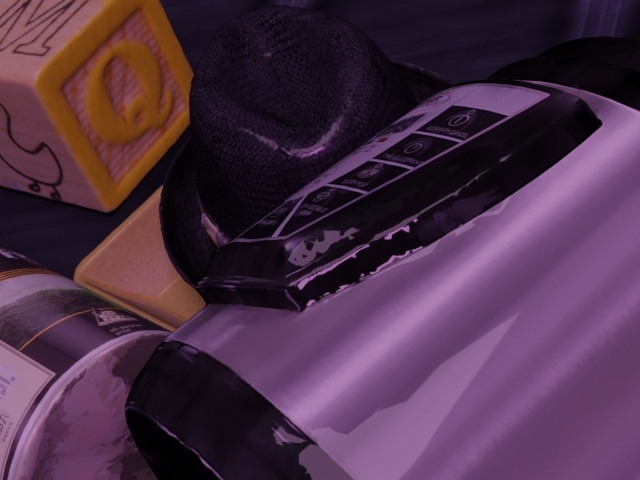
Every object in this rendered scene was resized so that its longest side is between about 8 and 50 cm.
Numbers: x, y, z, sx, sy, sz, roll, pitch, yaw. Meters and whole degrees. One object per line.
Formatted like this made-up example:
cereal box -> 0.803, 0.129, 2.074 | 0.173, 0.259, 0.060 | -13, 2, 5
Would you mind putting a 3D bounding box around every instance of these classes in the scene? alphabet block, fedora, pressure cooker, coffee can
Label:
alphabet block -> -0.277, -0.171, 1.278 | 0.197, 0.192, 0.193 | 13, 54, 35
fedora -> -0.015, -0.096, 0.990 | 0.334, 0.152, 0.334 | -12, 43, 11
pressure cooker -> 0.145, 0.093, 0.690 | 0.420, 0.375, 0.370 | -39, 59, -18
coffee can -> -0.237, 0.123, 0.940 | 0.275, 0.201, 0.201 | 22, 58, 38

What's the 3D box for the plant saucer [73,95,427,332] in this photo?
plant saucer -> 0.000, 0.000, 1.057 | 0.333, 0.081, 0.333 | 21, 57, 39
